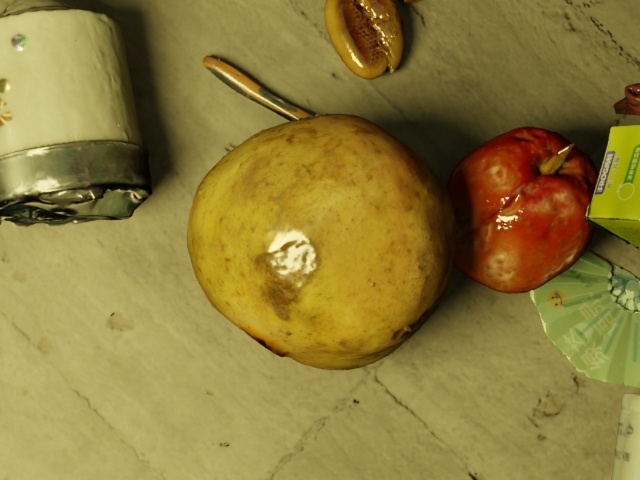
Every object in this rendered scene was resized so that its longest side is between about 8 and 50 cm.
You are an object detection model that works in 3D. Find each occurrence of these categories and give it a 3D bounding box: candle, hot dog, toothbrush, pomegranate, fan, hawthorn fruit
[{"bbox_3d":[-0.298,-0.174,1.158,0.188,0.187,0.330,-11,84,-5],"label":"candle"},{"bbox_3d":[0.048,-0.258,1.256,0.090,0.060,0.140,-28,93,-10],"label":"hot dog"},{"bbox_3d":[-0.001,-0.130,1.249,0.321,0.031,0.023,33,54,0],"label":"toothbrush"},{"bbox_3d":[0.000,0.000,1.114,0.281,0.281,0.281,0,83,-4],"label":"pomegranate"},{"bbox_3d":[0.332,0.091,1.257,0.131,0.009,0.240,-43,88,-5],"label":"fan"},{"bbox_3d":[0.226,-0.042,1.167,0.179,0.200,0.179,7,62,-14],"label":"hawthorn fruit"}]

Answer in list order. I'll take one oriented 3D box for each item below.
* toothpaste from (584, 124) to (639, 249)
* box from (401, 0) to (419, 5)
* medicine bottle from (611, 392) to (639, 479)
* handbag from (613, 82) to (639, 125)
[{"bbox_3d":[0.431,-0.013,1.166,0.327,0.077,0.110,25,80,-32],"label":"toothpaste"},{"bbox_3d":[0.209,-0.423,1.269,0.302,0.084,0.192,-20,85,-6],"label":"box"},{"bbox_3d":[0.392,0.303,1.164,0.152,0.152,0.253,10,83,-2],"label":"medicine bottle"},{"bbox_3d":[0.484,-0.211,1.176,0.276,0.260,0.084,-30,88,-5],"label":"handbag"}]
